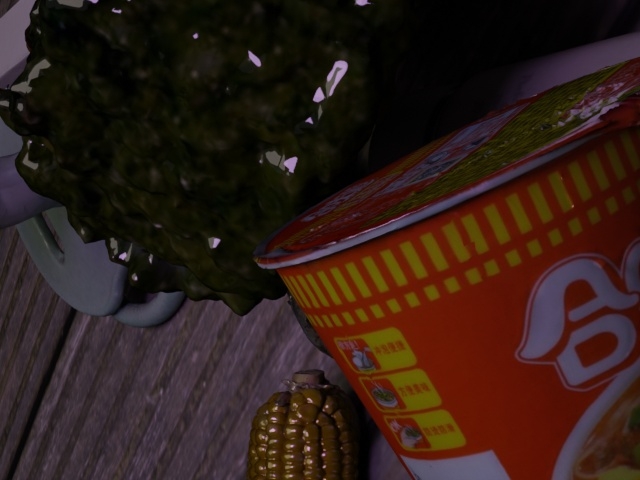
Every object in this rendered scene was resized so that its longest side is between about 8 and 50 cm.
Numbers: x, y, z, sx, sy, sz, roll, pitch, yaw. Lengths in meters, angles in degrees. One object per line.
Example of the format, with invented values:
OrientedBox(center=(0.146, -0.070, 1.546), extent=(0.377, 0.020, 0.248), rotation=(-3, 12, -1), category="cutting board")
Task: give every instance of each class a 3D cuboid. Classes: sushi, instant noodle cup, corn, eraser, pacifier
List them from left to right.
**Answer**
OrientedBox(center=(-0.250, -0.039, 1.281), extent=(0.288, 0.269, 0.343), rotation=(59, 147, 13), category="pacifier")
OrientedBox(center=(-0.297, -0.230, 1.598), extent=(0.298, 0.078, 0.076), rotation=(-12, 75, 63), category="eraser")
OrientedBox(center=(-0.037, -0.126, 0.796), extent=(0.294, 0.178, 0.352), rotation=(-61, 1, 35), category="sushi")
OrientedBox(center=(-0.013, 0.204, 0.952), extent=(0.080, 0.080, 0.238), rotation=(-13, 73, 63), category="corn")
OrientedBox(center=(0.104, 0.057, 0.583), extent=(0.193, 0.193, 0.212), rotation=(-12, 106, 63), category="instant noodle cup")

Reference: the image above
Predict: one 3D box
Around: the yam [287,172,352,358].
OrientedBox(center=(0.000, 0.000, 0.957), extent=(0.179, 0.078, 0.078), rotation=(-118, 41, -52), category="yam")

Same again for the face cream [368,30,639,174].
OrientedBox(center=(0.140, -0.042, 0.681), extent=(0.314, 0.089, 0.143), rotation=(2, 90, 58), category="face cream")
